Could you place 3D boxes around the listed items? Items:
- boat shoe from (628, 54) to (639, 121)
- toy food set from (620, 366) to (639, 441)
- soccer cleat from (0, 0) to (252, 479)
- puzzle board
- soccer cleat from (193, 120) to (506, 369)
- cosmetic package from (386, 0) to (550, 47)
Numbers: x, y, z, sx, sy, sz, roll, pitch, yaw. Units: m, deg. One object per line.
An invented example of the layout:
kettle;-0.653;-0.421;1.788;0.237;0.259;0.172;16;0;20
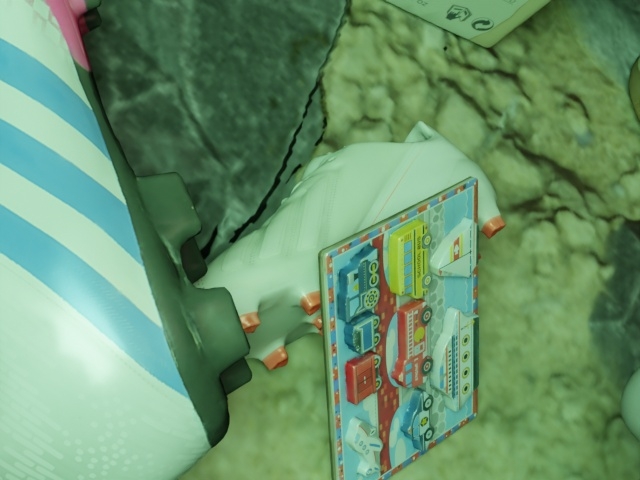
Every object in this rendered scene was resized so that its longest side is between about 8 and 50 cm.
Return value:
boat shoe;0.328;-0.157;0.798;0.121;0.110;0.341;49;53;-5
toy food set;0.171;0.168;0.504;0.220;0.092;0.306;35;67;-25
soccer cleat;-0.142;-0.053;0.455;0.143;0.116;0.331;-21;71;-10
puzzle board;0.039;0.045;0.540;0.096;0.011;0.128;-26;125;-37
soccer cleat;0.000;0.000;0.556;0.196;0.068;0.076;-23;67;-38
cosmetic package;0.135;-0.244;0.587;0.113;0.309;0.160;21;60;-25
